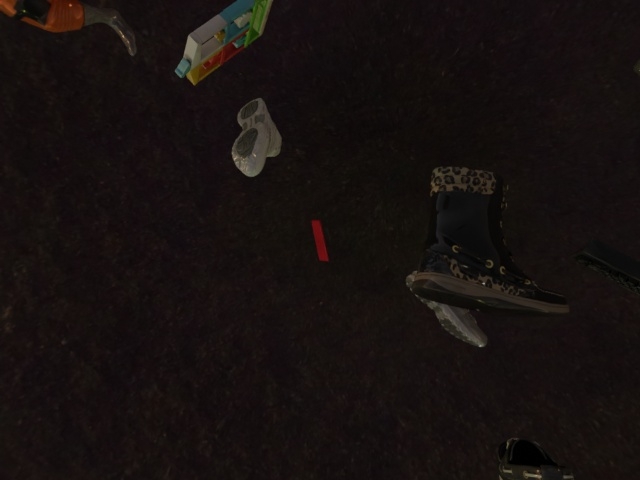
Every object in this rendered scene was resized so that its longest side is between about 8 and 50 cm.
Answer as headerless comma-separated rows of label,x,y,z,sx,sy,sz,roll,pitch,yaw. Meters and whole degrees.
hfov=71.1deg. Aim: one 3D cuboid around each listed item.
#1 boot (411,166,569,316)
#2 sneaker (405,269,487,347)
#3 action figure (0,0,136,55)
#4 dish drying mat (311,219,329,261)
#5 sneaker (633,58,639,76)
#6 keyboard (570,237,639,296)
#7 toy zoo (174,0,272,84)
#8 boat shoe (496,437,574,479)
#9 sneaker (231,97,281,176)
boot,0.378,0.013,0.970,0.377,0.138,0.284,12,73,-16
sneaker,0.364,0.169,1.206,0.115,0.105,0.281,-43,96,-12
action figure,-0.371,-0.266,0.459,0.330,0.341,0.178,-10,79,-28
dish drying mat,0.000,0.000,0.879,0.032,0.008,0.083,2,108,55
sneaker,0.684,-0.386,0.902,0.078,0.234,0.106,29,89,44
keyboard,0.504,0.091,0.592,0.317,0.201,0.033,32,89,21
toy zoo,-0.237,-0.488,1.087,0.030,0.192,0.293,47,72,-6
boat shoe,0.273,0.290,0.574,0.084,0.233,0.079,-12,78,11
sneaker,-0.130,-0.221,1.020,0.090,0.232,0.115,-21,137,25
